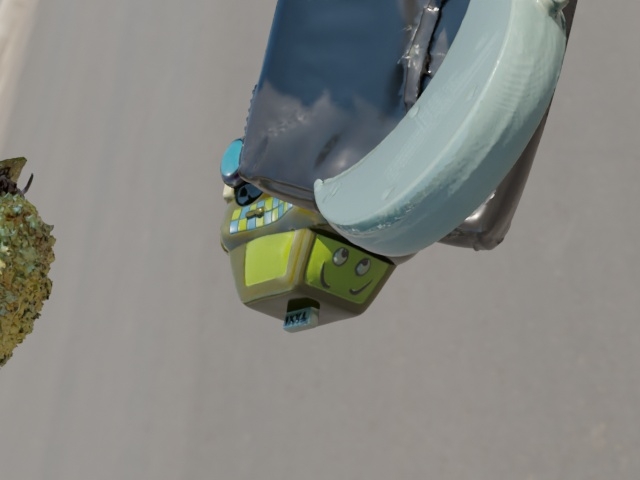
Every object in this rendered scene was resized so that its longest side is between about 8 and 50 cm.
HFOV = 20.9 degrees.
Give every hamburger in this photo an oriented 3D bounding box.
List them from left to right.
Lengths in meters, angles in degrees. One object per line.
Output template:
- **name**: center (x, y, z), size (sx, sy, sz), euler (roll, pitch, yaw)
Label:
- **hamburger**: center (-0.340, 0.045, 1.665), size (0.261, 0.139, 0.243), euler (-47, -16, -51)

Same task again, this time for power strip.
- **power strip**: center (0.095, -0.093, 1.193), size (0.253, 0.054, 0.167), euler (-52, 25, 13)

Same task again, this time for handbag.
- **handbag**: center (0.072, -0.143, 1.358), size (0.088, 0.244, 0.275), euler (16, -91, -65)

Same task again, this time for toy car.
- **toy car**: center (0.000, 0.000, 1.827), size (0.248, 0.204, 0.198), euler (-18, 56, 50)
